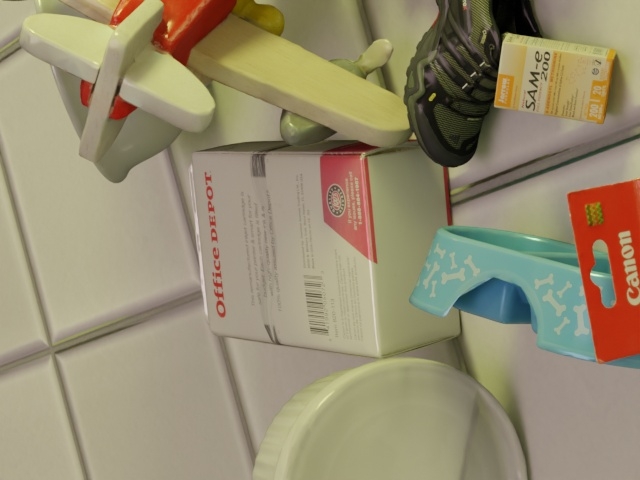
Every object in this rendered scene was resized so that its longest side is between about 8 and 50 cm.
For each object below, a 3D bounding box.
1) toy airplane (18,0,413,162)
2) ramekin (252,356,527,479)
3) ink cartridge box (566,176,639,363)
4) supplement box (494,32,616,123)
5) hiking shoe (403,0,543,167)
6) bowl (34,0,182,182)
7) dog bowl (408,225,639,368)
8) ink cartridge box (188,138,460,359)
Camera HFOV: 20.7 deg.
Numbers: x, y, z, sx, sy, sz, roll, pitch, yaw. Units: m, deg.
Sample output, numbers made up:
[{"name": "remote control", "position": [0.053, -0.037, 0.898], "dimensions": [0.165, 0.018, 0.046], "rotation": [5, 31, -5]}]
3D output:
[{"name": "toy airplane", "position": [-0.134, -0.215, 1.710], "dimensions": [0.272, 0.384, 0.386], "rotation": [109, 143, -60]}, {"name": "ramekin", "position": [0.057, 0.244, 1.706], "dimensions": [0.127, 0.273, 0.273], "rotation": [1, 100, 64]}, {"name": "ink cartridge box", "position": [0.297, 0.013, 1.406], "dimensions": [0.045, 0.179, 0.145], "rotation": [176, 83, -71]}, {"name": "supplement box", "position": [0.207, -0.143, 1.548], "dimensions": [0.098, 0.036, 0.062], "rotation": [9, 112, 10]}, {"name": "hiking shoe", "position": [0.147, -0.165, 1.616], "dimensions": [0.114, 0.086, 0.227], "rotation": [32, 122, 46]}, {"name": "bowl", "position": [-0.209, -0.223, 1.954], "dimensions": [0.134, 0.298, 0.298], "rotation": [-16, 90, 7]}, {"name": "dog bowl", "position": [0.210, 0.045, 1.544], "dimensions": [0.297, 0.166, 0.074], "rotation": [16, 100, 48]}, {"name": "ink cartridge box", "position": [0.000, 0.000, 1.815], "dimensions": [0.283, 0.117, 0.207], "rotation": [4, 103, 50]}]
